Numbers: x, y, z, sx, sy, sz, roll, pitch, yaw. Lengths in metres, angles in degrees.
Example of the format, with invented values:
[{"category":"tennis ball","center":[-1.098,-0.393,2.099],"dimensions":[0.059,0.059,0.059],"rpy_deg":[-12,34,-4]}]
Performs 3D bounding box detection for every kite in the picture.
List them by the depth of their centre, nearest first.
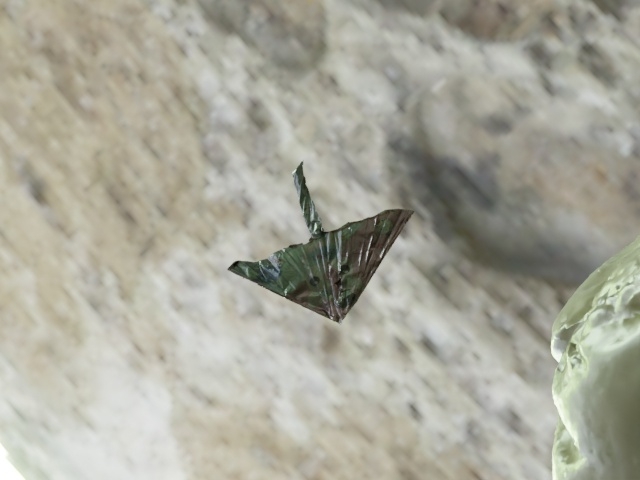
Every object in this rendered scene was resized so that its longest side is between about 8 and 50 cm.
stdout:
[{"category":"kite","center":[0.000,0.000,1.236],"dimensions":[0.011,0.139,0.157],"rpy_deg":[69,3,-50]}]

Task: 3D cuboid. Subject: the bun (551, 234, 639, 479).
[{"category":"bun","center":[0.277,0.104,1.058],"dimensions":[0.360,0.359,0.211],"rpy_deg":[59,-16,-22]}]
